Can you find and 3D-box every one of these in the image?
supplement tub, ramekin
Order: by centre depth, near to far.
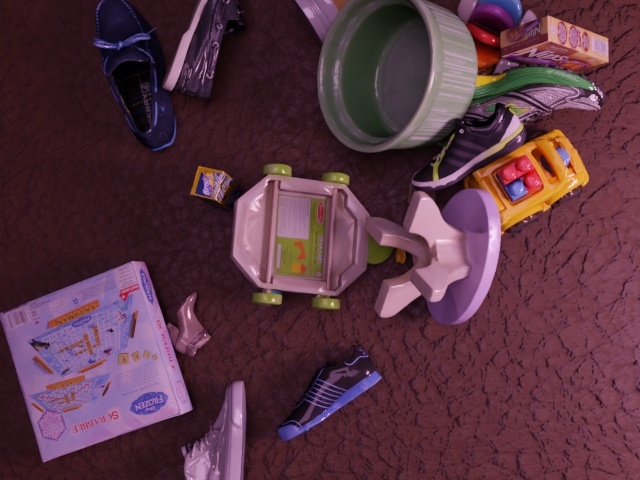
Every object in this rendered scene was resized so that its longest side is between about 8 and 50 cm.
[{"bbox_3d":[0.146,-0.311,1.521,0.303,0.148,0.303,0,90,49],"label":"ramekin"},{"bbox_3d":[0.055,-0.492,1.617,0.200,0.144,0.144,-34,81,4],"label":"supplement tub"}]

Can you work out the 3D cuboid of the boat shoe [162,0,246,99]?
[{"bbox_3d":[-0.210,-0.443,1.667,0.113,0.127,0.339,24,74,-17],"label":"boat shoe"}]

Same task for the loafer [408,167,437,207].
[{"bbox_3d":[0.200,-0.072,1.606,0.056,0.050,0.147,3,85,8],"label":"loafer"}]

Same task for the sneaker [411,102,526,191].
[{"bbox_3d":[0.259,-0.177,1.487,0.235,0.084,0.097,-29,108,18],"label":"sneaker"}]

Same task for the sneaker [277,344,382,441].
[{"bbox_3d":[0.004,0.297,1.588,0.232,0.081,0.090,-34,79,-4],"label":"sneaker"}]

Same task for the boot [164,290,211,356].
[{"bbox_3d":[-0.259,0.173,1.653,0.087,0.042,0.118,36,94,5],"label":"boot"}]

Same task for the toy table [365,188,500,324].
[{"bbox_3d":[0.203,0.034,1.484,0.161,0.252,0.274,0,109,-27],"label":"toy table"}]

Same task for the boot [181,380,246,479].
[{"bbox_3d":[-0.211,0.402,1.593,0.124,0.095,0.258,3,86,1],"label":"boot"}]

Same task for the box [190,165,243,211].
[{"bbox_3d":[-0.200,-0.098,1.602,0.054,0.169,0.059,14,86,10],"label":"box"}]

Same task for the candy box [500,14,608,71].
[{"bbox_3d":[0.438,-0.362,1.523,0.109,0.187,0.053,-7,82,51],"label":"candy box"}]

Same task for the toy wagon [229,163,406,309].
[{"bbox_3d":[0.000,0.000,1.582,0.345,0.068,0.267,7,82,-17],"label":"toy wagon"}]

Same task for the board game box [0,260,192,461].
[{"bbox_3d":[-0.454,0.243,1.642,0.319,0.066,0.317,-20,82,12],"label":"board game box"}]

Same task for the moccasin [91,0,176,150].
[{"bbox_3d":[-0.377,-0.357,1.676,0.138,0.117,0.341,-26,82,5],"label":"moccasin"}]

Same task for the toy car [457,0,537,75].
[{"bbox_3d":[0.327,-0.407,1.577,0.159,0.136,0.181,28,89,9],"label":"toy car"}]

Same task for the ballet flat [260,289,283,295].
[{"bbox_3d":[-0.093,0.020,1.633,0.079,0.077,0.221,11,81,27],"label":"ballet flat"}]

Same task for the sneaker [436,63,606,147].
[{"bbox_3d":[0.362,-0.243,1.545,0.344,0.134,0.146,-3,83,27],"label":"sneaker"}]

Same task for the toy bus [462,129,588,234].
[{"bbox_3d":[0.387,-0.122,1.507,0.220,0.211,0.149,-29,80,3],"label":"toy bus"}]
